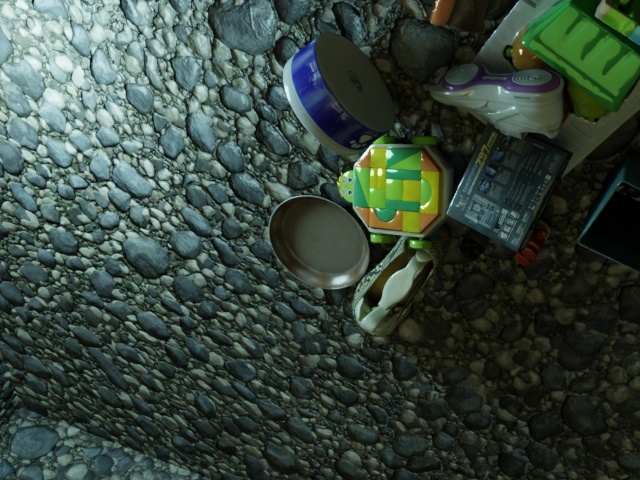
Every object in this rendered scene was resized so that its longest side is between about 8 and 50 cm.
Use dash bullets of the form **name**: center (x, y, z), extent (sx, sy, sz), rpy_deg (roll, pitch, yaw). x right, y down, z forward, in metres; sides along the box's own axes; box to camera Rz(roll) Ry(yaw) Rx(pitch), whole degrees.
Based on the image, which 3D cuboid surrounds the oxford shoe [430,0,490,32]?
- **oxford shoe**: center (0.333, -0.579, 1.284), extent (0.132, 0.130, 0.364), rpy_deg (18, 136, -1)

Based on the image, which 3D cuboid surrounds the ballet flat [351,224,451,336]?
- **ballet flat**: center (0.188, 0.142, 1.791), extent (0.164, 0.182, 0.483), rpy_deg (32, 130, 3)

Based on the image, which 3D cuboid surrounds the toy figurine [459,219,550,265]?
- **toy figurine**: center (0.431, -0.061, 1.564), extent (0.209, 0.148, 0.213), rpy_deg (2, 124, 33)

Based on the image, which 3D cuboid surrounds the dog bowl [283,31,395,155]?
- **dog bowl**: center (0.046, -0.330, 1.489), extent (0.104, 0.265, 0.265), rpy_deg (-31, 104, 36)

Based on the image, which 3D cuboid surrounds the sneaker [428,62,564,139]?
- **sneaker**: center (0.348, -0.273, 1.339), extent (0.305, 0.114, 0.152), rpy_deg (23, 149, 45)

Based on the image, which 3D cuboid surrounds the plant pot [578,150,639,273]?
- **plant pot**: center (0.661, -0.075, 1.370), extent (0.165, 0.234, 0.166), rpy_deg (27, 129, 8)

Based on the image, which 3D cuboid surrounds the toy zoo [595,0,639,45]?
- **toy zoo**: center (0.641, -0.370, 1.209), extent (0.293, 0.192, 0.030), rpy_deg (33, 131, 2)

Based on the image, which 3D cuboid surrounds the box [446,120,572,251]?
- **box**: center (0.400, -0.119, 1.415), extent (0.183, 0.059, 0.233), rpy_deg (31, 110, 27)

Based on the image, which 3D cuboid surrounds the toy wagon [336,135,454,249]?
- **toy wagon**: center (0.166, -0.123, 1.626), extent (0.344, 0.068, 0.267), rpy_deg (8, 101, 39)

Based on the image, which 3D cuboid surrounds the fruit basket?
- **fruit basket**: center (0.486, -0.331, 1.368), extent (0.327, 0.165, 0.353), rpy_deg (37, 146, 1)

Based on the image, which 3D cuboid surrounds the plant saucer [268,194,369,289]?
- **plant saucer**: center (0.000, 0.000, 1.877), extent (0.310, 0.050, 0.311), rpy_deg (13, 126, 18)
